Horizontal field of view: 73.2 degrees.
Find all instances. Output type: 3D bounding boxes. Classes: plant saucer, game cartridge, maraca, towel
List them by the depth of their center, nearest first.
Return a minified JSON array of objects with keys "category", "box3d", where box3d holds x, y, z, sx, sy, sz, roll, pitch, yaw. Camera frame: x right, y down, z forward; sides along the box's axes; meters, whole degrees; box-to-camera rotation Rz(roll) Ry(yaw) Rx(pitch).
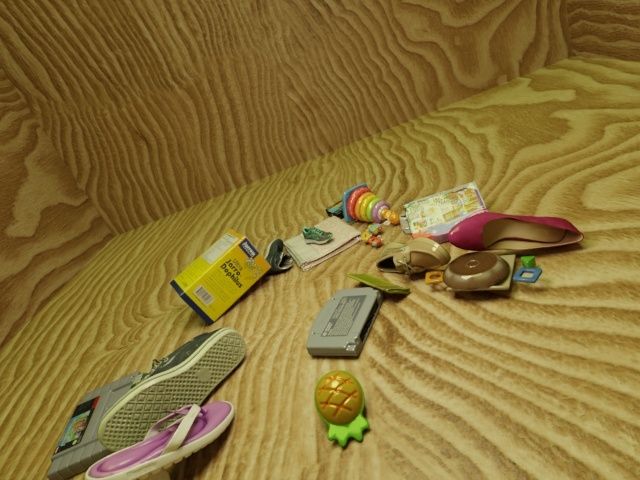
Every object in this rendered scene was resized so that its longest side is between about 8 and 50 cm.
[{"category":"maraca","box3d":[0.052,0.411,1.071,0.127,0.099,0.186,-20,49,2]},{"category":"plant saucer","box3d":[0.469,0.083,1.320,0.198,0.036,0.198,-19,21,8]},{"category":"game cartridge","box3d":[0.076,0.262,1.406,0.196,0.060,0.294,-4,30,30]},{"category":"game cartridge","box3d":[-0.739,0.604,1.440,0.230,0.068,0.355,-20,24,-2]},{"category":"towel","box3d":[0.197,0.145,1.506,0.102,0.021,0.237,6,6,-33]},{"category":"towel","box3d":[0.000,0.000,2.021,0.317,0.053,0.332,-28,25,-10]}]

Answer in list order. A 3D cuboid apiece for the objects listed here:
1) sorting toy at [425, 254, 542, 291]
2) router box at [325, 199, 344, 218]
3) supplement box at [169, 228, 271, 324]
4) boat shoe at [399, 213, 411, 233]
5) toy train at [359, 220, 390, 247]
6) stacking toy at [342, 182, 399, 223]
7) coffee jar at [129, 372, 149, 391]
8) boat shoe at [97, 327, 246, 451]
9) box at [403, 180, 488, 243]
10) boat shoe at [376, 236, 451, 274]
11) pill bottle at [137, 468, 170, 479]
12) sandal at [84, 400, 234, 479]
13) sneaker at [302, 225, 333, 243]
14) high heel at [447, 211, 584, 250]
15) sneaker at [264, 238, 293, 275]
[{"category":"sorting toy","box3d":[0.501,0.111,1.340,0.347,0.047,0.196,-6,25,35]},{"category":"router box","box3d":[0.131,-0.176,2.271,0.179,0.046,0.133,-30,24,-14]},{"category":"supplement box","box3d":[-0.428,0.149,1.851,0.356,0.195,0.194,-44,29,-15]},{"category":"boat shoe","box3d":[0.458,-0.114,1.788,0.267,0.088,0.096,-19,24,12]},{"category":"toy train","box3d":[0.240,-0.019,1.851,0.125,0.046,0.166,-3,34,36]},{"category":"stacking toy","box3d":[0.253,-0.141,1.987,0.165,0.175,0.302,-27,35,-29]},{"category":"coffee jar","box3d":[-0.590,0.529,1.406,0.079,0.096,0.184,-23,24,10]},{"category":"boat shoe","box3d":[-0.457,0.451,1.357,0.156,0.187,0.500,-6,24,46]},{"category":"box","box3d":[0.485,-0.096,1.667,0.293,0.057,0.201,-17,51,14]},{"category":"boat shoe","box3d":[0.312,0.071,1.490,0.110,0.122,0.341,-46,12,-18]},{"category":"pill bottle","box3d":[-0.485,0.619,1.104,0.186,0.112,0.112,-6,30,35]},{"category":"sandal","box3d":[-0.388,0.496,1.116,0.169,0.102,0.416,-4,6,35]},{"category":"sneaker","box3d":[-0.021,-0.030,1.944,0.166,0.076,0.065,-3,34,38]},{"category":"high heel","box3d":[0.596,-0.022,1.330,0.377,0.127,0.181,-10,13,-10]},{"category":"sneaker","box3d":[-0.181,0.063,1.988,0.163,0.086,0.226,-19,34,36]}]
